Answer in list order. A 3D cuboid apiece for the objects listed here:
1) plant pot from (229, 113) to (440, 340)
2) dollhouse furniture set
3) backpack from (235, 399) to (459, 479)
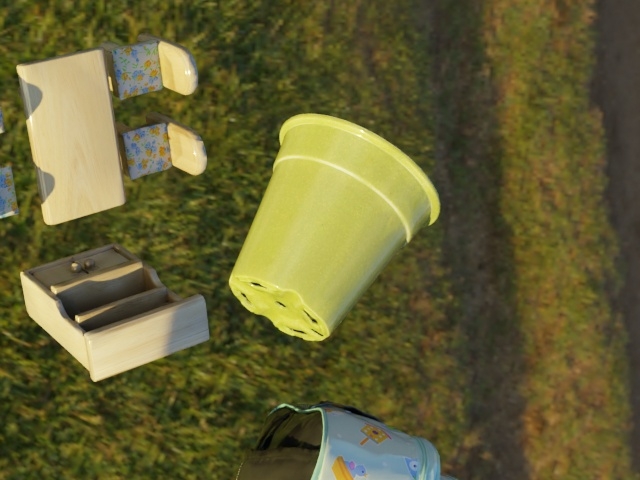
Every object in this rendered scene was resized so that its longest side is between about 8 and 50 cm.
[{"bbox_3d":[0.000,0.000,0.530,0.083,0.083,0.079,49,62,-40],"label":"plant pot"},{"bbox_3d":[-0.190,-0.033,0.986,0.212,0.161,0.242,-19,118,-30],"label":"dollhouse furniture set"},{"bbox_3d":[0.010,0.187,0.730,0.144,0.188,0.165,21,75,-2],"label":"backpack"}]
